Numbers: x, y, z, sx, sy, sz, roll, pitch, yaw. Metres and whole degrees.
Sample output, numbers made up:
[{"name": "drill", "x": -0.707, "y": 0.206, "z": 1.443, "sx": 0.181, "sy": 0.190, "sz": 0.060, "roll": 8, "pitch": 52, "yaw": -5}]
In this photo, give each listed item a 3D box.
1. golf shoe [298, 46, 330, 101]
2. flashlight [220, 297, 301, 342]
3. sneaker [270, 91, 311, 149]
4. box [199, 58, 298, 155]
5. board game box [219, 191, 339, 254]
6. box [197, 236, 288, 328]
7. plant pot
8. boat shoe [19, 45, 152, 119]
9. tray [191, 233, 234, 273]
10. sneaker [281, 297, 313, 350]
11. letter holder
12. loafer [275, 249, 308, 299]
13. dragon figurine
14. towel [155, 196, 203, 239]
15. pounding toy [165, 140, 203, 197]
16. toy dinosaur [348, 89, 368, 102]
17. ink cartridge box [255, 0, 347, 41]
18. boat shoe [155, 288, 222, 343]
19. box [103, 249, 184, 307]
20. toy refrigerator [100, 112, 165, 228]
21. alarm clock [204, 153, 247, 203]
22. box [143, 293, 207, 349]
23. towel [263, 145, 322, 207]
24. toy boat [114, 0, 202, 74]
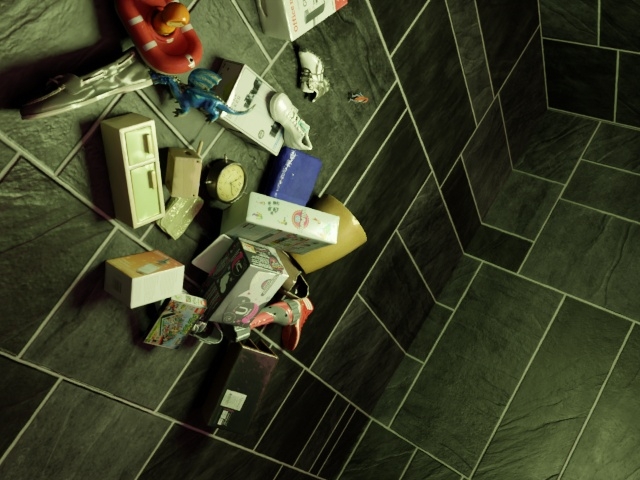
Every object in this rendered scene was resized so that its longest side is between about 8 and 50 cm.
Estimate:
[{"name": "golf shoe", "x": -0.032, "y": -0.532, "z": 1.915, "sx": 0.094, "sy": 0.077, "sz": 0.198, "roll": -55, "pitch": 144, "yaw": -16}, {"name": "flashlight", "x": -0.207, "y": 0.292, "z": 2.131, "sx": 0.304, "sy": 0.103, "sz": 0.103, "roll": -16, "pitch": 96, "yaw": -47}, {"name": "sneaker", "x": -0.078, "y": -0.357, "z": 1.784, "sx": 0.080, "sy": 0.094, "sz": 0.212, "roll": -52, "pitch": 144, "yaw": -18}, {"name": "box", "x": -0.205, "y": -0.386, "z": 1.754, "sx": 0.290, "sy": 0.087, "sz": 0.169, "roll": 30, "pitch": 85, "yaw": -56}, {"name": "board game box", "x": -0.130, "y": -0.044, "z": 1.839, "sx": 0.303, "sy": 0.224, "sz": 0.098, "roll": 15, "pitch": 73, "yaw": -27}, {"name": "box", "x": -0.246, "y": 0.139, "z": 1.869, "sx": 0.163, "sy": 0.142, "sz": 0.247, "roll": 20, "pitch": 119, "yaw": -41}, {"name": "plant pot", "x": 0.000, "y": 0.000, "z": 2.183, "sx": 0.254, "sy": 0.237, "sz": 0.237, "roll": -43, "pitch": 142, "yaw": -12}, {"name": "boat shoe", "x": -0.528, "y": -0.354, "z": 1.321, "sx": 0.335, "sy": 0.112, "sz": 0.096, "roll": -37, "pitch": 120, "yaw": -44}, {"name": "tray", "x": -0.277, "y": 0.074, "z": 1.921, "sx": 0.145, "sy": 0.030, "sz": 0.270, "roll": -40, "pitch": 136, "yaw": 13}, {"name": "sneaker", "x": -0.079, "y": 0.331, "z": 2.381, "sx": 0.128, "sy": 0.087, "sz": 0.221, "roll": -15, "pitch": 123, "yaw": -48}, {"name": "letter holder", "x": -0.306, "y": 0.503, "z": 2.140, "sx": 0.152, "sy": 0.214, "sz": 0.302, "roll": 24, "pitch": 91, "yaw": -25}, {"name": "loafer", "x": -0.134, "y": 0.107, "z": 2.121, "sx": 0.134, "sy": 0.130, "sz": 0.366, "roll": -59, "pitch": 146, "yaw": -11}, {"name": "dragon figurine", "x": -0.303, "y": -0.381, "z": 1.522, "sx": 0.144, "sy": 0.289, "sz": 0.085, "roll": 121, "pitch": -25, "yaw": -59}, {"name": "towel", "x": -0.406, "y": -0.082, "z": 1.719, "sx": 0.148, "sy": 0.027, "sz": 0.110, "roll": -57, "pitch": 147, "yaw": -14}, {"name": "pounding toy", "x": -0.365, "y": -0.199, "z": 1.621, "sx": 0.100, "sy": 0.141, "sz": 0.130, "roll": 2, "pitch": 111, "yaw": -25}, {"name": "toy dinosaur", "x": 0.145, "y": -0.518, "z": 2.182, "sx": 0.082, "sy": 0.090, "sz": 0.047, "roll": 5, "pitch": 126, "yaw": -23}, {"name": "ink cartridge box", "x": -0.057, "y": -0.734, "z": 1.718, "sx": 0.273, "sy": 0.114, "sz": 0.197, "roll": -44, "pitch": 141, "yaw": -28}, {"name": "boat shoe", "x": -0.403, "y": 0.246, "z": 1.859, "sx": 0.108, "sy": 0.102, "sz": 0.301, "roll": -53, "pitch": 145, "yaw": -19}, {"name": "box", "x": -0.485, "y": 0.102, "z": 1.629, "sx": 0.170, "sy": 0.130, "sz": 0.091, "roll": -16, "pitch": 123, "yaw": -50}, {"name": "toy refrigerator", "x": -0.472, "y": -0.176, "z": 1.507, "sx": 0.102, "sy": 0.094, "sz": 0.270, "roll": -29, "pitch": 131, "yaw": -42}, {"name": "alarm clock", "x": -0.279, "y": -0.171, "z": 1.807, "sx": 0.129, "sy": 0.064, "sz": 0.192, "roll": -57, "pitch": 143, "yaw": -13}, {"name": "box", "x": -0.433, "y": 0.238, "z": 1.753, "sx": 0.114, "sy": 0.036, "sz": 0.207, "roll": 19, "pitch": 125, "yaw": -29}, {"name": "towel", "x": -0.120, "y": -0.162, "z": 2.033, "sx": 0.227, "sy": 0.076, "sz": 0.308, "roll": 12, "pitch": 102, "yaw": -60}, {"name": "toy boat", "x": -0.354, "y": -0.502, "z": 1.363, "sx": 0.151, "sy": 0.151, "sz": 0.231, "roll": -43, "pitch": 117, "yaw": -32}]
